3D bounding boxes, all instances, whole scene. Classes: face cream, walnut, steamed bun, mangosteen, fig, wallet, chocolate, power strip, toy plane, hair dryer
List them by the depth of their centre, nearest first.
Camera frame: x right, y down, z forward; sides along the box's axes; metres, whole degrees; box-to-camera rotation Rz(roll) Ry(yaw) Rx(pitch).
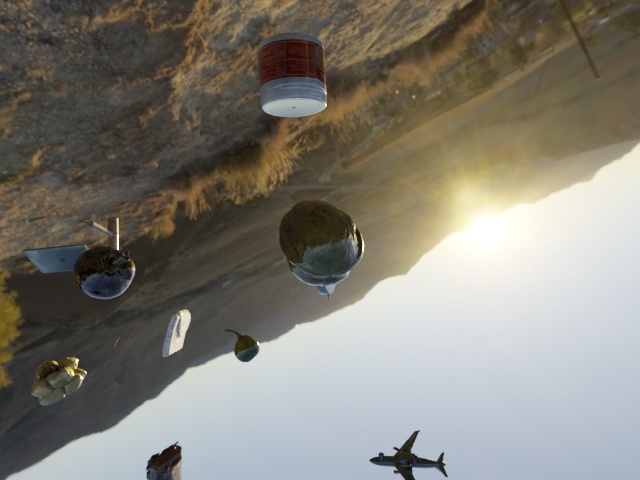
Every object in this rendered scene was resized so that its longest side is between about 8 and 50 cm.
[{"bbox_3d":[-0.381,0.668,1.031,0.065,0.329,0.102,13,-164,31],"label":"chocolate"},{"bbox_3d":[-0.403,0.258,1.172,0.032,0.124,0.183,14,170,-6],"label":"wallet"},{"bbox_3d":[0.257,0.646,1.207,0.226,0.058,0.226,7,-154,5],"label":"toy plane"},{"bbox_3d":[-0.084,-0.490,1.243,0.201,0.187,0.201,-3,-179,0],"label":"face cream"},{"bbox_3d":[0.000,0.000,1.261,0.283,0.283,0.227,-21,145,-32],"label":"walnut"},{"bbox_3d":[-1.050,0.544,1.656,0.192,0.106,0.177,-20,-148,-16],"label":"steamed bun"},{"bbox_3d":[-0.896,0.113,1.744,0.289,0.231,0.231,-43,166,34],"label":"mangosteen"},{"bbox_3d":[0.019,0.165,1.775,0.044,0.216,0.137,-3,-143,19],"label":"power strip"},{"bbox_3d":[-1.081,-0.033,2.043,0.054,0.195,0.220,-8,170,10],"label":"hair dryer"},{"bbox_3d":[-0.448,0.570,2.331,0.149,0.245,0.149,-31,145,-25],"label":"fig"}]

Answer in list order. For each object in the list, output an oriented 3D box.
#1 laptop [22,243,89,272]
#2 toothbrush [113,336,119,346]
[{"bbox_3d":[-1.195,0.087,1.924,0.269,0.015,0.187,-6,142,-6],"label":"laptop"},{"bbox_3d":[-0.826,0.412,1.680,0.008,0.006,0.097,21,137,-23],"label":"toothbrush"}]
